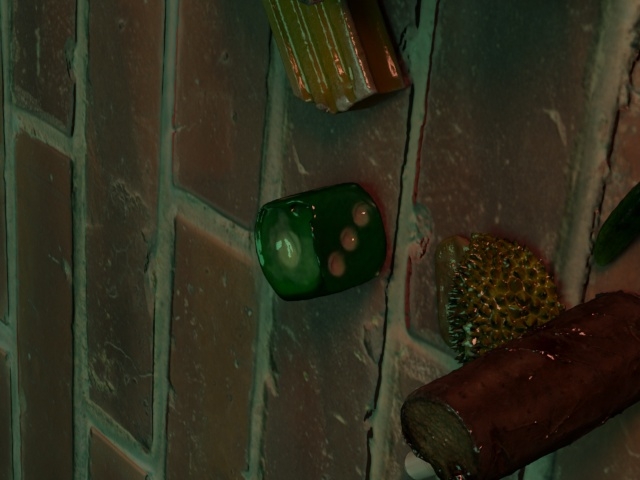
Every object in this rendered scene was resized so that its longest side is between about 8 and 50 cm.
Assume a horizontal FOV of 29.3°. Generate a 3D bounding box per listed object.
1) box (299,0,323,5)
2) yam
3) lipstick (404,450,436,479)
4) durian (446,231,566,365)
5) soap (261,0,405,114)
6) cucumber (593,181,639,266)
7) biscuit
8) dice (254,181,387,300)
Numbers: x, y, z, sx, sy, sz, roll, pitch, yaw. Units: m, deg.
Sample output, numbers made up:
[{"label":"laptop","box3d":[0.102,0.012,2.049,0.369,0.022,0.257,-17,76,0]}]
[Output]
[{"label":"box","box3d":[-0.063,-0.352,1.363,0.285,0.044,0.142,-137,34,-60]},{"label":"yam","box3d":[0.219,0.151,1.216,0.131,0.280,0.131,36,137,42]},{"label":"lipstick","box3d":[0.159,0.261,1.500,0.141,0.040,0.040,-33,77,49]},{"label":"durian","box3d":[0.199,0.110,1.360,0.137,0.095,0.220,16,121,47]},{"label":"soap","box3d":[0.005,-0.265,1.472,0.140,0.073,0.232,-23,85,54]},{"label":"cucumber","box3d":[0.314,-0.029,1.216,0.039,0.039,0.168,56,140,21]},{"label":"biscuit","box3d":[0.164,0.064,1.442,0.071,0.018,0.147,13,112,49]},{"label":"dice","box3d":[0.000,0.000,1.536,0.131,0.120,0.128,-9,97,53]}]
